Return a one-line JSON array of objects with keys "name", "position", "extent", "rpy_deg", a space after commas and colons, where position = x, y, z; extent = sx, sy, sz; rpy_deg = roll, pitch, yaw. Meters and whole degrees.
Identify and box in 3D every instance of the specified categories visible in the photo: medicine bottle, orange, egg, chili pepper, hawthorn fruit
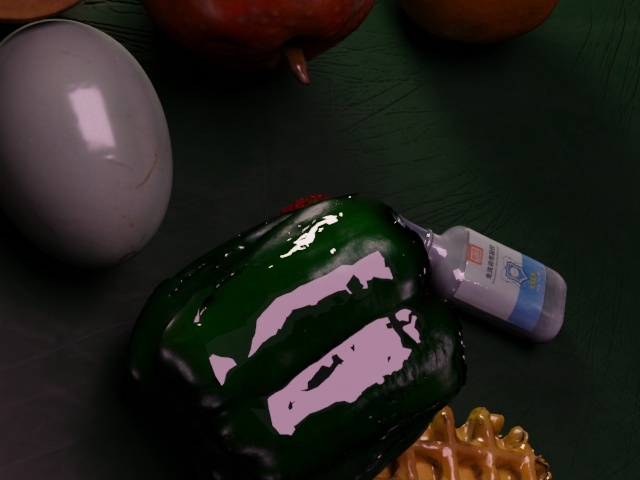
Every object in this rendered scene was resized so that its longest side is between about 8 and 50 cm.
[{"name": "medicine bottle", "position": [0.159, 0.033, 1.634], "extent": [0.208, 0.054, 0.090], "rpy_deg": [26, 52, -17]}, {"name": "orange", "position": [0.192, -0.346, 1.765], "extent": [0.249, 0.183, 0.249], "rpy_deg": [0, 91, -29]}, {"name": "egg", "position": [-0.218, -0.085, 1.394], "extent": [0.168, 0.168, 0.230], "rpy_deg": [-13, 78, -37]}, {"name": "chili pepper", "position": [-0.024, 0.099, 1.370], "extent": [0.257, 0.233, 0.248], "rpy_deg": [-32, 76, -31]}, {"name": "hawthorn fruit", "position": [-0.062, -0.288, 1.552], "extent": [0.275, 0.275, 0.299], "rpy_deg": [-11, 78, -36]}]

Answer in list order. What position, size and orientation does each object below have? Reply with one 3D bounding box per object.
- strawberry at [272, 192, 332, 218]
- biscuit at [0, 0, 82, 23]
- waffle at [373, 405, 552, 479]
[{"name": "strawberry", "position": [0.000, -0.001, 1.529], "extent": [0.106, 0.106, 0.106], "rpy_deg": [16, 56, -24]}, {"name": "biscuit", "position": [-0.205, -0.330, 1.355], "extent": [0.355, 0.052, 0.275], "rpy_deg": [-29, 100, -12]}, {"name": "waffle", "position": [0.140, 0.308, 1.456], "extent": [0.307, 0.060, 0.312], "rpy_deg": [-25, 78, -37]}]
